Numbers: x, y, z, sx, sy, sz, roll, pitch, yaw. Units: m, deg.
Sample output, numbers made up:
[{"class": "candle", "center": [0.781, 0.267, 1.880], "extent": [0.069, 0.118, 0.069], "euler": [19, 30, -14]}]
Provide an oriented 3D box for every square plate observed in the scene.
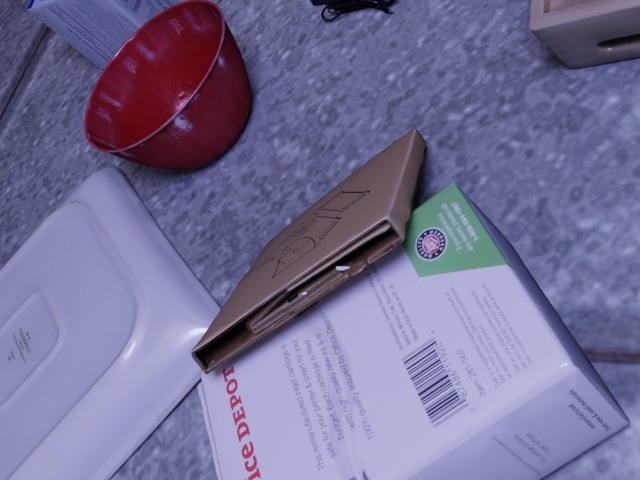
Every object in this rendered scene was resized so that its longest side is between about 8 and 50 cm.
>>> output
[{"class": "square plate", "center": [-0.273, 0.114, 0.795], "extent": [0.344, 0.049, 0.347], "euler": [-47, 42, 2]}]

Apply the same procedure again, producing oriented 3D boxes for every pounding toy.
[{"class": "pounding toy", "center": [0.213, -0.197, 0.592], "extent": [0.141, 0.100, 0.130], "euler": [-3, 73, 41]}]

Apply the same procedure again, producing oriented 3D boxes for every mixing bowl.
[{"class": "mixing bowl", "center": [-0.137, -0.139, 0.825], "extent": [0.181, 0.098, 0.182], "euler": [-21, 50, 27]}]

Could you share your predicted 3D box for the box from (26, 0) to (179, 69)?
[{"class": "box", "center": [-0.262, -0.284, 1.011], "extent": [0.137, 0.126, 0.072], "euler": [-3, 61, 38]}]

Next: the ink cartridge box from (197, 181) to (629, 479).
[{"class": "ink cartridge box", "center": [0.044, 0.096, 0.509], "extent": [0.219, 0.092, 0.160], "euler": [-37, 42, 14]}]

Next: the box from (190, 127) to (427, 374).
[{"class": "box", "center": [0.000, 0.000, 0.583], "extent": [0.164, 0.021, 0.201], "euler": [-36, 12, 22]}]

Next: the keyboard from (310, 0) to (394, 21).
[{"class": "keyboard", "center": [0.061, -0.265, 0.795], "extent": [0.192, 0.038, 0.100], "euler": [8, 67, 44]}]
